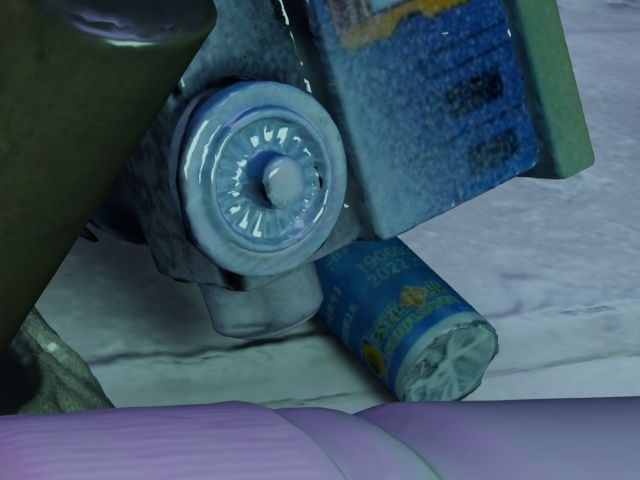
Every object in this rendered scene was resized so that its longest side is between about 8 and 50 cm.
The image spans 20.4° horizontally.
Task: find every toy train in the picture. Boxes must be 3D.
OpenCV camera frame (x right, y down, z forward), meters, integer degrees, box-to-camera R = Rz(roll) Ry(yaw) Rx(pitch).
[{"bbox_3d":[-0.018,-0.122,0.667,0.202,0.299,0.131,-25,19,-29],"label":"toy train"}]

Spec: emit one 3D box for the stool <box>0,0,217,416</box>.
[{"bbox_3d":[-0.219,-0.031,0.552,0.310,0.226,0.310,-10,43,-37],"label":"stool"}]

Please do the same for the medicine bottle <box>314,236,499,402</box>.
[{"bbox_3d":[0.000,0.000,0.779,0.051,0.051,0.191,-11,42,-39],"label":"medicine bottle"}]

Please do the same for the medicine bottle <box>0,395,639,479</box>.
[{"bbox_3d":[0.058,0.138,0.447,0.316,0.202,0.202,1,35,-26],"label":"medicine bottle"}]
